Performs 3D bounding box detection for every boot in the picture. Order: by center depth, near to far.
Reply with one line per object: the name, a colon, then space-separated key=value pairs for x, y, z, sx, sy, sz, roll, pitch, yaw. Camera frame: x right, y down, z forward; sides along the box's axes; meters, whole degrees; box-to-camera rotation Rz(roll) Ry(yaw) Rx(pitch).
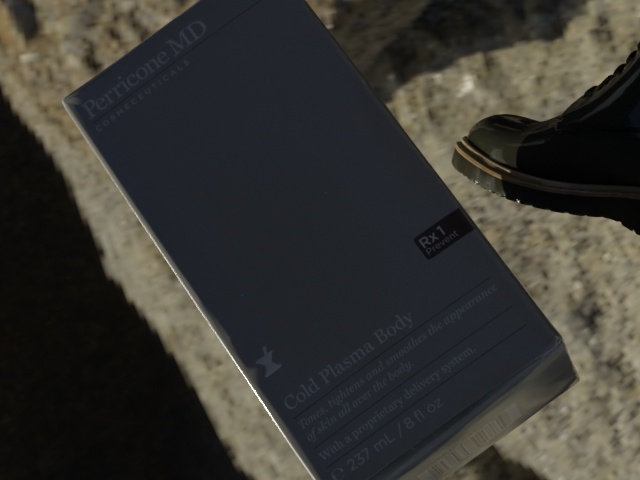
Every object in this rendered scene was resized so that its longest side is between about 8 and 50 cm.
boot: x=0.151 y=-0.076 z=0.857 sx=0.198 sy=0.077 sz=0.137 roll=16 pitch=103 yaw=45

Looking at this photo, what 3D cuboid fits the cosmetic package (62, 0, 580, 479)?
cosmetic package: x=0.000 y=0.000 z=0.842 sx=0.127 sy=0.107 sz=0.238 roll=-38 pitch=72 yaw=1
